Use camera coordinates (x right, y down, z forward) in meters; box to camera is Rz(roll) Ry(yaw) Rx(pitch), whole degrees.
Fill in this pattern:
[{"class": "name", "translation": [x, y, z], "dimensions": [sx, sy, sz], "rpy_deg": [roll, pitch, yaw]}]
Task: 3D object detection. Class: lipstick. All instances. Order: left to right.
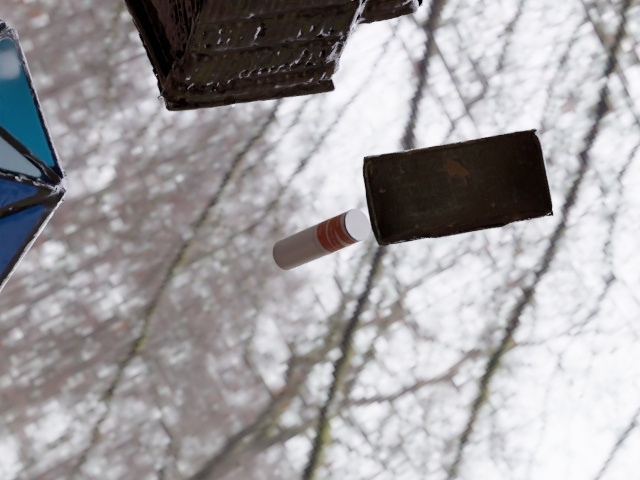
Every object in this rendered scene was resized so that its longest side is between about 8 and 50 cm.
[{"class": "lipstick", "translation": [0.000, 0.000, 1.781], "dimensions": [0.130, 0.038, 0.038], "rpy_deg": [-22, -85, 47]}]

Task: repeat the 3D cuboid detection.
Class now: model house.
[{"class": "model house", "translation": [-0.038, -0.279, 1.534], "dimensions": [0.297, 0.317, 0.283], "rpy_deg": [-145, -136, -70]}]

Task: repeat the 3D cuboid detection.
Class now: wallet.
[{"class": "wallet", "translation": [0.172, -0.066, 2.002], "dimensions": [0.031, 0.232, 0.122], "rpy_deg": [86, -5, -78]}]

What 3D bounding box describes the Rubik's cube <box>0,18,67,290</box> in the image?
[{"class": "Rubik's cube", "translation": [-0.410, -0.069, 1.428], "dimensions": [0.248, 0.246, 0.250], "rpy_deg": [-49, -133, 28]}]
